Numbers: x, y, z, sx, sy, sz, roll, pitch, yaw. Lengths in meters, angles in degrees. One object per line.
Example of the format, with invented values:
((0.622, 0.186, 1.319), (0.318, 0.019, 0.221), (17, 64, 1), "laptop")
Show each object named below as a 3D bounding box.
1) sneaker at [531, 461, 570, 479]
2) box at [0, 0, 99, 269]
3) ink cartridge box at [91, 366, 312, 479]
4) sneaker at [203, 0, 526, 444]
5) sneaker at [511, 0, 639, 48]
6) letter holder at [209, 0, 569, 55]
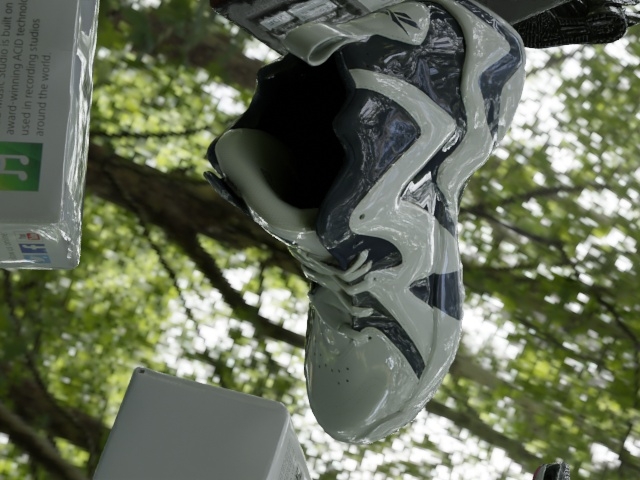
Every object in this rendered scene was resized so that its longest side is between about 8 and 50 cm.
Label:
((0.230, 0.285, 1.142), (0.077, 0.072, 0.178), (-7, -95, 20), "sneaker")
((-0.255, -0.105, 0.538), (0.058, 0.322, 0.232), (102, -11, -66), "box")
((-0.084, 0.237, 0.905), (0.114, 0.273, 0.198), (12, -115, 12), "ink cartridge box")
((0.000, 0.000, 0.597), (0.094, 0.153, 0.235), (41, -57, 36), "sneaker")
((0.279, -0.252, 1.423), (0.170, 0.051, 0.089), (3, -145, 7), "sneaker")
((0.086, -0.265, 0.858), (0.302, 0.152, 0.214), (-18, -118, 31), "letter holder")
